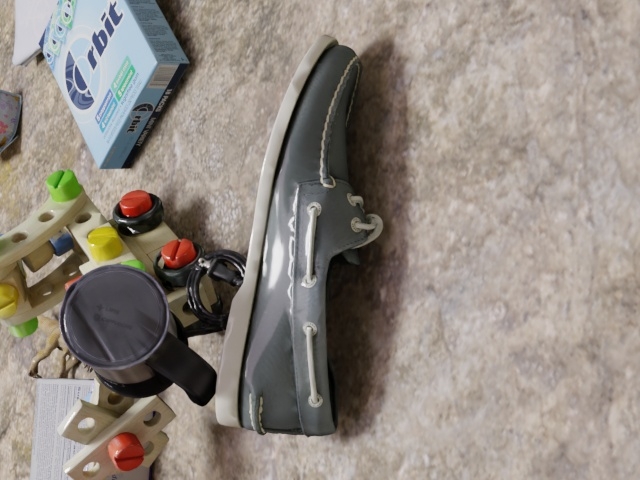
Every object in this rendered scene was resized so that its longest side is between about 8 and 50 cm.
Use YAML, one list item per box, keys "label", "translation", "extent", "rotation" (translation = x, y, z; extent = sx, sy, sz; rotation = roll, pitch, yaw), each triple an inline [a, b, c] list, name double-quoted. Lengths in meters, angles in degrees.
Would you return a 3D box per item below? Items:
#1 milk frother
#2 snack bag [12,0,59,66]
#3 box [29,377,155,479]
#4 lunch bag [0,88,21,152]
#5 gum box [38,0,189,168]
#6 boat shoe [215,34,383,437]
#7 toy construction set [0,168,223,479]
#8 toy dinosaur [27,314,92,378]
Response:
- label: "milk frother"
  translation: [-0.124, 0.053, 1.122]
  extent: [0.134, 0.129, 0.143]
  rotation: [88, -161, -75]
- label: "snack bag"
  translation: [-0.279, -0.401, 1.589]
  extent: [0.343, 0.037, 0.323]
  rotation: [-22, 67, 50]
- label: "box"
  translation: [-0.227, 0.200, 1.387]
  extent: [0.137, 0.072, 0.126]
  rotation: [-6, 78, 55]
- label: "lunch bag"
  translation: [-0.403, -0.137, 1.716]
  extent: [0.071, 0.053, 0.083]
  rotation: [-17, 61, 51]
- label: "gum box"
  translation: [-0.217, -0.193, 1.439]
  extent: [0.157, 0.041, 0.184]
  rotation: [-53, 53, 39]
- label: "boat shoe"
  translation: [0.000, 0.000, 1.106]
  extent: [0.099, 0.116, 0.319]
  rotation: [13, 87, 12]
- label: "toy construction set"
  translation: [-0.215, 0.059, 1.281]
  extent: [0.327, 0.215, 0.151]
  rotation: [52, 161, 35]
- label: "toy dinosaur"
  translation: [-0.274, 0.109, 1.505]
  extent: [0.183, 0.053, 0.092]
  rotation: [4, 72, 49]
